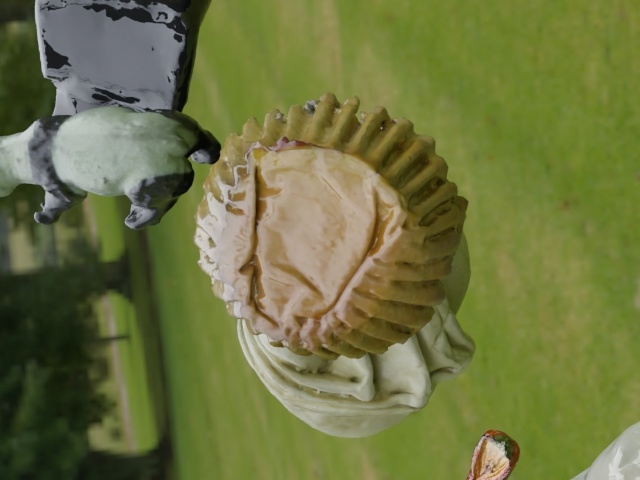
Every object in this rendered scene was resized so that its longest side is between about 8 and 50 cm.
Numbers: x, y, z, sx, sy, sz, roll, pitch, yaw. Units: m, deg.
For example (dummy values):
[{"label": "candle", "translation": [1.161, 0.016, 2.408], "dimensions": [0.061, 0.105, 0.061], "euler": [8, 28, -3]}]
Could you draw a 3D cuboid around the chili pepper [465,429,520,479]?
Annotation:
[{"label": "chili pepper", "translation": [0.170, 0.234, 1.648], "dimensions": [0.045, 0.027, 0.178], "euler": [42, 150, 16]}]

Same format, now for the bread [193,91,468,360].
[{"label": "bread", "translation": [0.000, 0.000, 1.560], "dimensions": [0.149, 0.274, 0.274], "euler": [-56, -32, -66]}]

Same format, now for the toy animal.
[{"label": "toy animal", "translation": [-0.210, -0.070, 1.466], "dimensions": [0.121, 0.225, 0.094], "euler": [59, -145, -70]}]

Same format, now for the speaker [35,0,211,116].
[{"label": "speaker", "translation": [-0.187, -0.275, 1.801], "dimensions": [0.184, 0.180, 0.388], "euler": [94, -171, -46]}]

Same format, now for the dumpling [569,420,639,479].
[{"label": "dumpling", "translation": [0.309, 0.204, 1.373], "dimensions": [0.151, 0.228, 0.124], "euler": [125, 133, -73]}]

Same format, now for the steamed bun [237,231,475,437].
[{"label": "steamed bun", "translation": [0.043, 0.072, 1.839], "dimensions": [0.276, 0.289, 0.203], "euler": [56, -166, 5]}]
